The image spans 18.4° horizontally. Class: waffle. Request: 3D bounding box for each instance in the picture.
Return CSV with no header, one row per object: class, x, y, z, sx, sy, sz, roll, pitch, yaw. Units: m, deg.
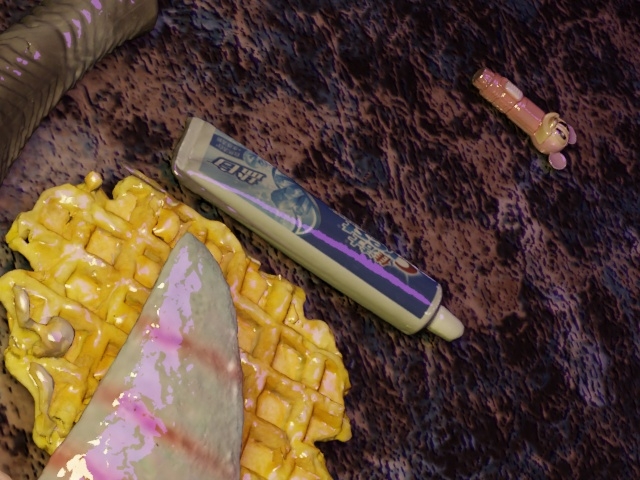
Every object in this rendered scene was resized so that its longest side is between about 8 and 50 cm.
waffle,-0.100,0.082,1.386,0.262,0.060,0.281,-11,76,-40

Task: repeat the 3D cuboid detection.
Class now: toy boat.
toy boat,-0.119,0.137,1.275,0.206,0.096,0.282,36,68,-20

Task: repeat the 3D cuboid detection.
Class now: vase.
vase,-0.206,-0.120,1.385,0.115,0.115,0.237,47,48,-7

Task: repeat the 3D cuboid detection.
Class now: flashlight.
flashlight,0.177,-0.110,1.689,0.110,0.031,0.052,39,52,-14

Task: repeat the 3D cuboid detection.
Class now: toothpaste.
toothpaste,0.001,-0.001,1.508,0.268,0.047,0.069,34,65,-13
